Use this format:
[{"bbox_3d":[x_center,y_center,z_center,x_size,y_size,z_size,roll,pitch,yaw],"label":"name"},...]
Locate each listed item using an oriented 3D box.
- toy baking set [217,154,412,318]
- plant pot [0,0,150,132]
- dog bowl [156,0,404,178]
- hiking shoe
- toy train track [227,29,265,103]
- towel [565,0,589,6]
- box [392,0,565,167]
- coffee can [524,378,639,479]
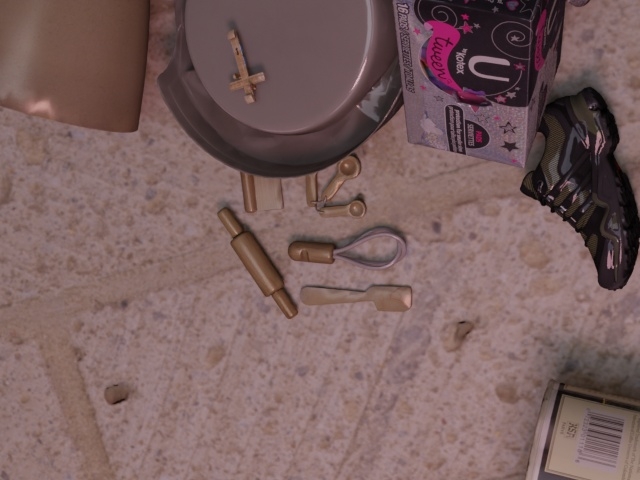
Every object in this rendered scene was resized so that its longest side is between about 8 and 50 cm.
[{"bbox_3d":[-0.006,0.002,1.402,0.196,0.030,0.256,-30,89,19],"label":"toy baking set"},{"bbox_3d":[-0.301,-0.294,1.331,0.256,0.256,0.274,21,101,13],"label":"plant pot"},{"bbox_3d":[-0.033,-0.250,1.303,0.348,0.102,0.349,6,103,27],"label":"dog bowl"},{"bbox_3d":[0.288,-0.051,1.285,0.114,0.086,0.227,-12,86,27],"label":"hiking shoe"},{"bbox_3d":[-0.090,-0.194,1.279,0.048,0.014,0.083,-14,93,30],"label":"toy train track"},{"bbox_3d":[0.234,-0.399,1.170,0.283,0.121,0.235,35,132,4],"label":"towel"},{"bbox_3d":[0.170,-0.214,1.175,0.142,0.247,0.163,14,63,17],"label":"box"},{"bbox_3d":[0.366,0.278,1.244,0.275,0.201,0.202,12,102,16],"label":"coffee can"}]
